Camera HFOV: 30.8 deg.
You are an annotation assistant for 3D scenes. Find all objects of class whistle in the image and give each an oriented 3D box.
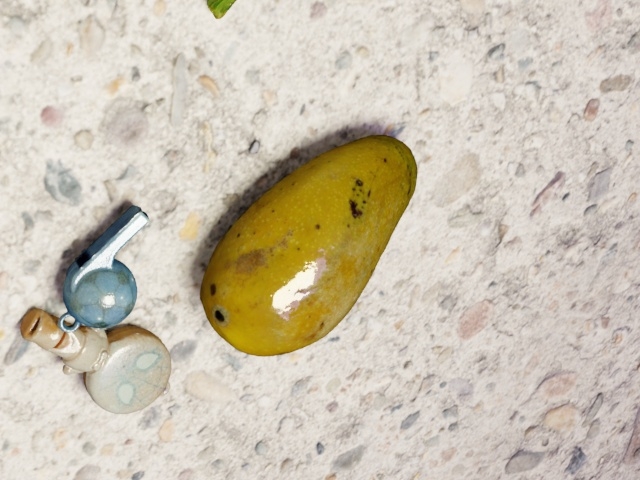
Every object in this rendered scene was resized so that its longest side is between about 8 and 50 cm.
[{"bbox_3d":[-0.258,0.137,1.364,0.220,0.057,0.107,34,90,-42],"label":"whistle"},{"bbox_3d":[-0.232,0.043,1.295,0.158,0.090,0.090,-44,137,-6],"label":"whistle"}]

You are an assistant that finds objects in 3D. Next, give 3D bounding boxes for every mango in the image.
[{"bbox_3d":[0.000,0.001,1.398,0.329,0.175,0.176,-44,-179,-5],"label":"mango"}]

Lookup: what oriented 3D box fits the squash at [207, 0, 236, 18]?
[{"bbox_3d":[-0.069,-0.311,1.179,0.090,0.075,0.200,-22,139,-61],"label":"squash"}]
